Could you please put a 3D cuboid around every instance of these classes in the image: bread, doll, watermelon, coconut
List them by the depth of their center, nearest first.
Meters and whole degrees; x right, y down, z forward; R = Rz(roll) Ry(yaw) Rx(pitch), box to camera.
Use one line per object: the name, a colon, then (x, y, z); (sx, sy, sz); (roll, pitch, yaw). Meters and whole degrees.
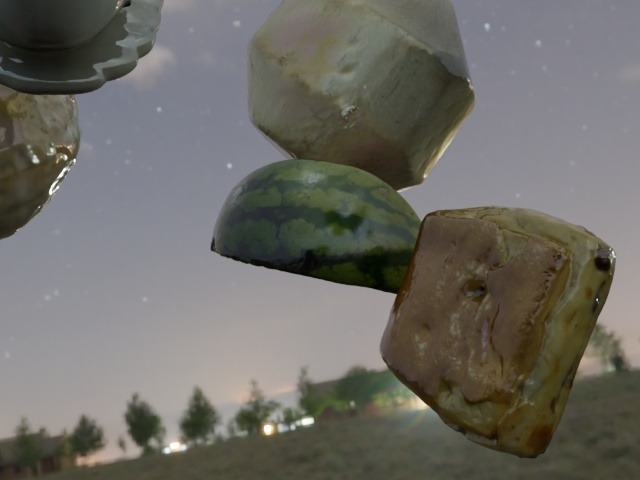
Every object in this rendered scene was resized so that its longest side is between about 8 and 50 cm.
doll: (-0.125, -0.162, 0.445); (0.119, 0.138, 0.293); (-7, -24, -15)
bread: (0.147, 0.066, 0.923); (0.099, 0.210, 0.235); (20, 2, -27)
watermelon: (-0.011, 0.007, 1.155); (0.303, 0.159, 0.128); (10, 37, 21)
coconut: (0.063, -0.242, 1.492); (0.352, 0.353, 0.352); (-10, -10, -2)

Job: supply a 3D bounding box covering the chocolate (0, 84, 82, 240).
chocolate: (-0.267, -0.033, 0.573); (0.309, 0.134, 0.134); (-27, 3, -40)
